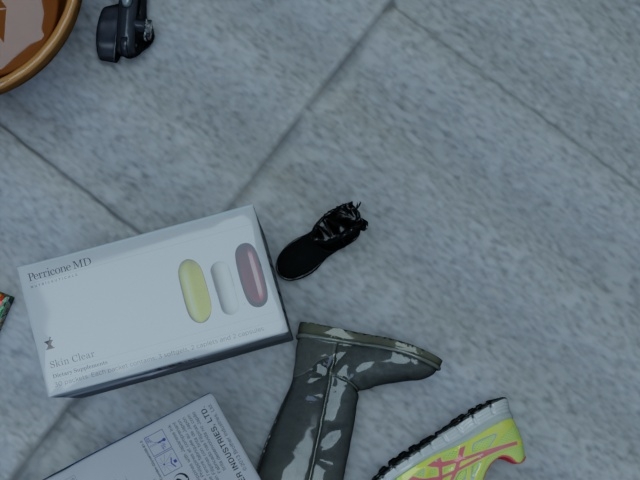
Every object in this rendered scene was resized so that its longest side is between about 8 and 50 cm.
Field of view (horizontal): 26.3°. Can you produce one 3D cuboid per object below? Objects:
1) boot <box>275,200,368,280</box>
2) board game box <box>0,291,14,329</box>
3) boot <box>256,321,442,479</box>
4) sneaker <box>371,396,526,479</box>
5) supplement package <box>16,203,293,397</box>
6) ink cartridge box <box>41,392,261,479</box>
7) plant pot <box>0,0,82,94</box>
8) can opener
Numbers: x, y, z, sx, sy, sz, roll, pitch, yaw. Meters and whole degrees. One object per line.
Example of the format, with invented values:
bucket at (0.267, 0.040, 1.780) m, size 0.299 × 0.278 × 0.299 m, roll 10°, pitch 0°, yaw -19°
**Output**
boot at (0.000, 0.001, 1.586) m, size 0.121 × 0.099 × 0.045 m, roll -31°, pitch 83°, yaw -4°
board game box at (-0.471, 0.161, 1.598) m, size 0.136 × 0.030 × 0.260 m, roll 21°, pitch 83°, yaw 0°
boot at (0.031, 0.211, 1.574) m, size 0.189 × 0.076 × 0.208 m, roll 9°, pitch 76°, yaw 15°
sneaker at (0.144, 0.266, 1.566) m, size 0.208 × 0.081 × 0.094 m, roll -30°, pitch 87°, yaw -4°
supplement package at (-0.176, 0.073, 1.523) m, size 0.262 × 0.204 × 0.145 m, roll -16°, pitch 83°, yaw -2°
ink cartridge box at (-0.232, 0.373, 1.452) m, size 0.395 × 0.151 × 0.270 m, roll -26°, pitch 79°, yaw -23°
plant pot at (-0.405, -0.289, 1.557) m, size 0.291 × 0.203 × 0.291 m, roll 0°, pitch 87°, yaw -3°
can opener at (-0.226, -0.304, 1.641) m, size 0.073 × 0.059 × 0.186 m, roll 7°, pitch 83°, yaw 1°
